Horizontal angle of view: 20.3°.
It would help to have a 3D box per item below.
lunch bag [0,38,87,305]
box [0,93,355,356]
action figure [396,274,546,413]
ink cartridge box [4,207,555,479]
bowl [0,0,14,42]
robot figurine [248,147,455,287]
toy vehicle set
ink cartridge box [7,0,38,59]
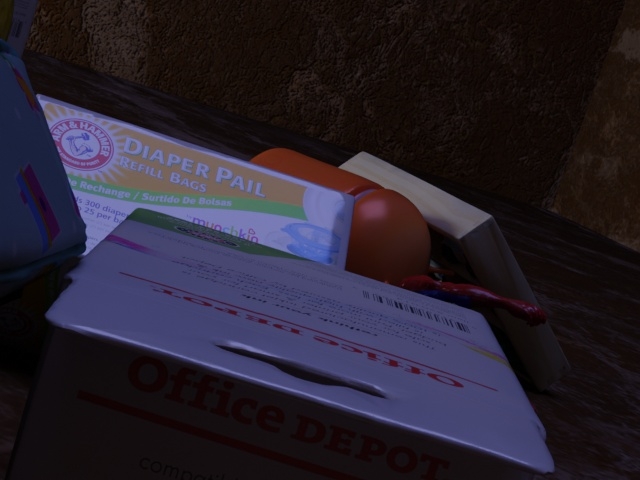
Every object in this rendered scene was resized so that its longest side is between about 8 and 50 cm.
[{"bbox_3d":[-0.214,0.005,0.650,0.224,0.108,0.279,-22,1,5],"label":"lunch bag"},{"bbox_3d":[-0.095,0.013,1.054,0.203,0.103,0.114,17,48,-10],"label":"box"},{"bbox_3d":[0.117,0.088,1.286,0.139,0.091,0.280,11,9,-7],"label":"action figure"},{"bbox_3d":[-0.021,0.085,0.805,0.207,0.119,0.353,18,6,-1],"label":"ink cartridge box"},{"bbox_3d":[-0.349,-0.128,1.302,0.289,0.289,0.156,10,53,-50],"label":"bowl"},{"bbox_3d":[-0.001,0.001,1.497,0.219,0.128,0.158,22,-21,31],"label":"robot figurine"},{"bbox_3d":[0.112,0.022,1.593,0.166,0.035,0.267,60,-12,-24],"label":"toy vehicle set"},{"bbox_3d":[-0.390,-0.212,1.917,0.127,0.175,0.072,15,5,-30],"label":"ink cartridge box"}]
